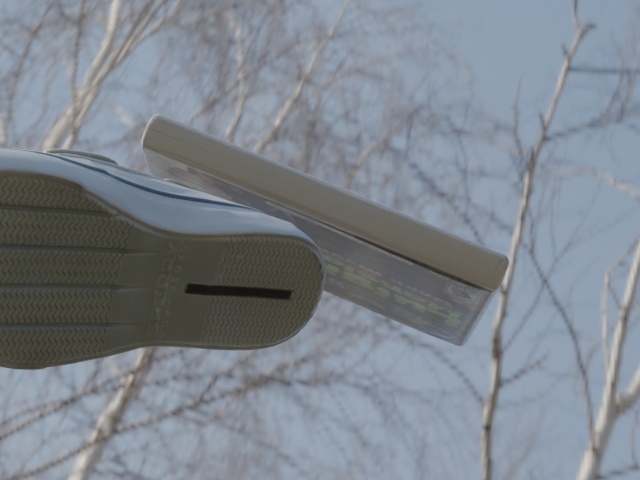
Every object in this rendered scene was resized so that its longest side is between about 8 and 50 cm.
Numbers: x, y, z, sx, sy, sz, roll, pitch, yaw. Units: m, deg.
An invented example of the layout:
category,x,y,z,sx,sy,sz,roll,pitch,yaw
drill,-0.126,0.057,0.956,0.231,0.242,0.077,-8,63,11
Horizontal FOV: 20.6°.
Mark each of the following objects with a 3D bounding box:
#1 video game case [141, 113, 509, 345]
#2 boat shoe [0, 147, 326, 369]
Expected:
category,x,y,z,sx,sy,sz,roll,pitch,yaw
video game case,0.000,0.000,0.935,0.190,0.173,0.022,22,-102,4
boat shoe,-0.101,0.006,0.709,0.226,0.076,0.083,14,-80,-45
